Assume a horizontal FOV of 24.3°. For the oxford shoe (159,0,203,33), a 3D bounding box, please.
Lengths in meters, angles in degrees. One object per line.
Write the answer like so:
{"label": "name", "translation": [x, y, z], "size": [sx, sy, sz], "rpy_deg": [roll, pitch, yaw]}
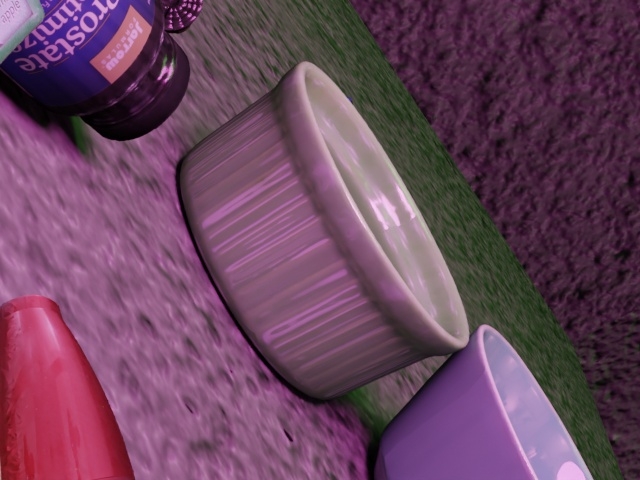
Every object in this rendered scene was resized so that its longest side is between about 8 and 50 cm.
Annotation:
{"label": "oxford shoe", "translation": [-0.201, -0.299, 1.470], "size": [0.227, 0.083, 0.096], "rpy_deg": [60, -7, -3]}

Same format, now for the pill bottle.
{"label": "pill bottle", "translation": [-0.190, -0.167, 1.072], "size": [0.219, 0.123, 0.123], "rpy_deg": [45, 20, -49]}

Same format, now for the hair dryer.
{"label": "hair dryer", "translation": [-0.107, 0.165, 0.792], "size": [0.293, 0.080, 0.223], "rpy_deg": [64, 6, 1]}

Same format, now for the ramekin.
{"label": "ramekin", "translation": [0.000, 0.000, 1.385], "size": [0.303, 0.148, 0.303], "rpy_deg": [56, 13, -20]}

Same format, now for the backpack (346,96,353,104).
{"label": "backpack", "translation": [-0.007, -0.101, 1.707], "size": [0.098, 0.101, 0.120], "rpy_deg": [-62, 154, -71]}

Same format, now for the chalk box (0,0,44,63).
{"label": "chalk box", "translation": [-0.200, -0.095, 0.539], "size": [0.132, 0.213, 0.132], "rpy_deg": [-56, 133, -44]}

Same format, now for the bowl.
{"label": "bowl", "translation": [0.163, 0.253, 1.428], "size": [0.311, 0.163, 0.311], "rpy_deg": [56, 13, -20]}
